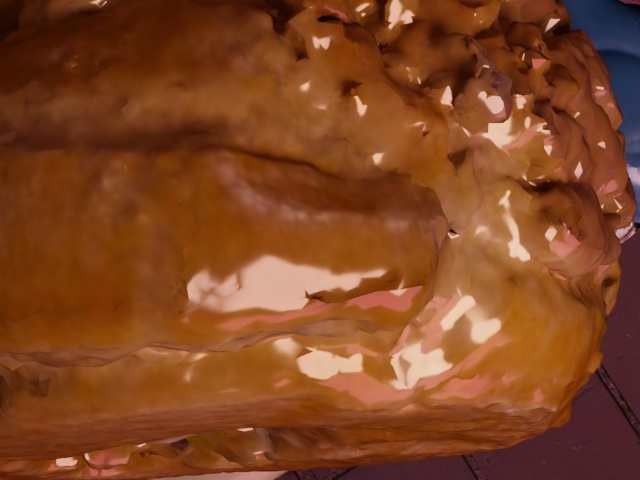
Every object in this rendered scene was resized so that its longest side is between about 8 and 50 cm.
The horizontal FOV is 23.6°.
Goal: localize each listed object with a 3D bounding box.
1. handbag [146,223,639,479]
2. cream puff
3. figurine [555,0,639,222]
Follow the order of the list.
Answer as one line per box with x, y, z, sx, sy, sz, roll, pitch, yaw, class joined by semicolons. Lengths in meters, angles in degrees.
0.000;0.000;1.023;0.358;0.237;0.160;-37;174;9;handbag
-0.044;-0.027;0.605;0.327;0.231;0.343;-7;166;22;cream puff
0.243;-0.208;0.796;0.416;0.243;0.298;-36;167;-9;figurine
